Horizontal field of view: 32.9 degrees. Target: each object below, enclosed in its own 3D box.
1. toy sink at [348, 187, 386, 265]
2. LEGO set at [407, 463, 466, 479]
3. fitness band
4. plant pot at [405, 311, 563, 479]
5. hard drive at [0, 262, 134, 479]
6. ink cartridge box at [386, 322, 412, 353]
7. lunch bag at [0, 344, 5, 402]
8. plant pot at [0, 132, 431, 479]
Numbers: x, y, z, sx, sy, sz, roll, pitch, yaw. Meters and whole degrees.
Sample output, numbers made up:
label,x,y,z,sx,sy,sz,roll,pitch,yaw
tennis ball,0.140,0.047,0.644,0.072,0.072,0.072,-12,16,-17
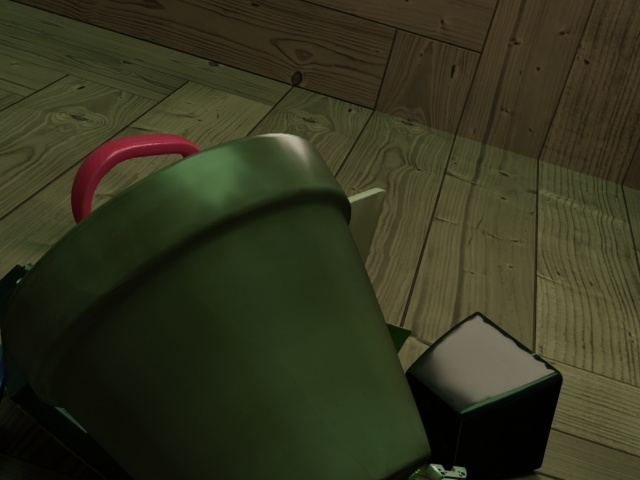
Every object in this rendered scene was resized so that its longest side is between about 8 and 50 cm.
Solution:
label,x,y,z,sx,sy,sz,roll,pitch,yaw
toy sink,0.000,0.000,1.946,0.131,0.234,0.153,27,27,24
LEGO set,0.098,0.349,1.421,0.227,0.087,0.093,11,26,-26
fitness band,-0.328,-0.091,1.977,0.054,0.209,0.291,33,30,33
plant pot,0.221,0.249,1.616,0.167,0.188,0.187,-18,38,-31
hard drive,-0.307,0.174,1.387,0.237,0.064,0.339,48,1,-28
ink cartridge box,-0.013,0.199,1.423,0.189,0.255,0.097,18,44,-6
lunch bag,-0.505,0.238,1.262,0.221,0.138,0.293,14,32,-11
plant pot,-0.062,0.118,0.920,0.323,0.323,0.280,-14,65,-49
